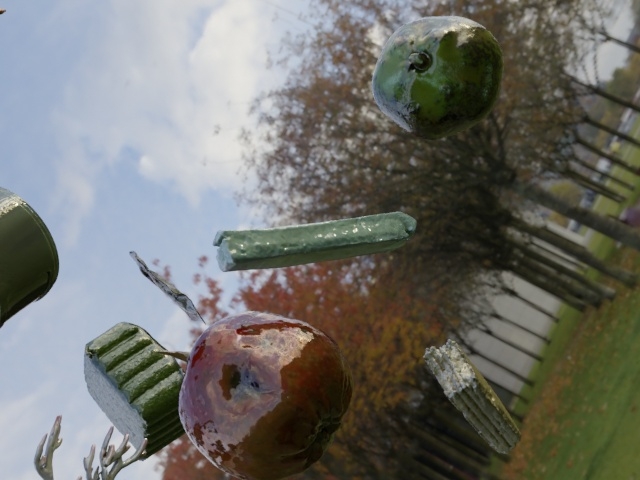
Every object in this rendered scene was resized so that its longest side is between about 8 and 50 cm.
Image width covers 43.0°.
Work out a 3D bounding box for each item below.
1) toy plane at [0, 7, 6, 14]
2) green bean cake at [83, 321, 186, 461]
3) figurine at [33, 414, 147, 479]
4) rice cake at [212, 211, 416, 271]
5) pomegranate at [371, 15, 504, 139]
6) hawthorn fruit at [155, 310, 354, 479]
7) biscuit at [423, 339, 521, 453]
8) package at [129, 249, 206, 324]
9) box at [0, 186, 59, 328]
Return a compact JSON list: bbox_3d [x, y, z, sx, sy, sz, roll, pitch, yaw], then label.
[{"bbox_3d":[-0.534,-0.325,1.208,0.062,0.135,0.188,-50,0,18],"label":"toy plane"},{"bbox_3d":[-0.405,0.329,1.818,0.156,0.250,0.247,-32,-26,-31],"label":"green bean cake"},{"bbox_3d":[-0.437,0.432,1.304,0.315,0.206,0.284,35,-120,-68],"label":"figurine"},{"bbox_3d":[0.000,0.000,1.240,0.336,0.063,0.066,-5,-17,-30],"label":"rice cake"},{"bbox_3d":[0.220,-0.302,1.439,0.276,0.221,0.204,-44,-41,-46],"label":"pomegranate"},{"bbox_3d":[-0.080,0.223,1.204,0.258,0.261,0.258,-13,-66,-31],"label":"hawthorn fruit"},{"bbox_3d":[0.258,0.262,1.351,0.061,0.108,0.239,-36,-50,6],"label":"biscuit"},{"bbox_3d":[-0.368,0.114,1.958,0.030,0.239,0.154,-48,15,-13],"label":"package"},{"bbox_3d":[-0.570,0.035,1.352,0.149,0.226,0.226,-48,-21,-52],"label":"box"}]
